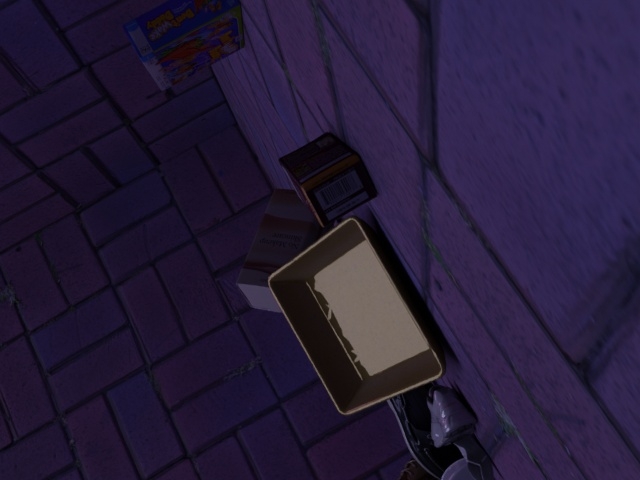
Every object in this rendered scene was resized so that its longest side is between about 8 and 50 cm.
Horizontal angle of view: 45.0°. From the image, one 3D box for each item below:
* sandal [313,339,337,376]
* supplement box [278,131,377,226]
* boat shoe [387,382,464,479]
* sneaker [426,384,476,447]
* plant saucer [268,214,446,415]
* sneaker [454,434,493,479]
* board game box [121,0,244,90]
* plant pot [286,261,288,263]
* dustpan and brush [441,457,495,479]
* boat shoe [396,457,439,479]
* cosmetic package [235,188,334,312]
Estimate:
[{"bbox_3d":[0.099,0.261,1.684,0.076,0.265,0.102,155,113,-68],"label":"sandal"},{"bbox_3d":[0.008,-0.106,1.290,0.081,0.104,0.188,62,177,-24],"label":"supplement box"},{"bbox_3d":[0.268,0.438,1.878,0.340,0.127,0.113,63,154,5],"label":"boat shoe"},{"bbox_3d":[0.268,0.362,1.628,0.232,0.090,0.115,90,158,-64],"label":"sneaker"},{"bbox_3d":[0.077,0.146,1.513,0.333,0.081,0.333,-36,82,48],"label":"plant saucer"},{"bbox_3d":[0.340,0.471,1.701,0.061,0.053,0.152,42,-166,-47],"label":"sneaker"},{"bbox_3d":[-0.292,-0.452,1.721,0.078,0.233,0.347,61,177,-2],"label":"board game box"},{"bbox_3d":[0.046,0.123,1.758,0.228,0.207,0.227,60,177,22],"label":"plant pot"},{"bbox_3d":[0.316,0.594,1.831,0.147,0.211,0.060,61,-167,-10],"label":"dustpan and brush"},{"bbox_3d":[0.258,0.609,1.972,0.122,0.323,0.120,-27,75,58],"label":"boat shoe"},{"bbox_3d":[-0.084,0.025,1.968,0.129,0.153,0.296,64,-142,-53],"label":"cosmetic package"}]
